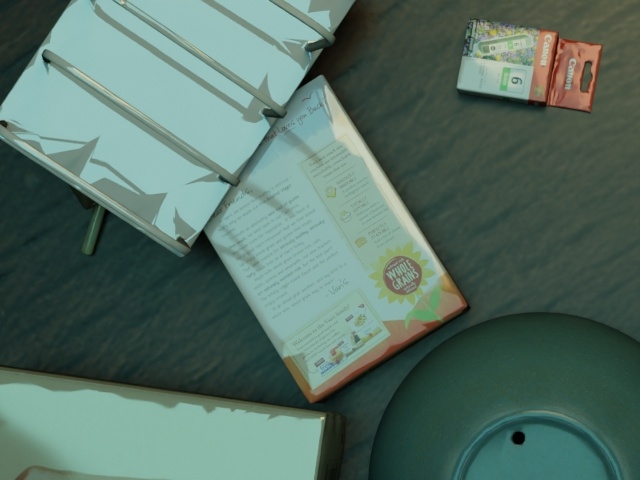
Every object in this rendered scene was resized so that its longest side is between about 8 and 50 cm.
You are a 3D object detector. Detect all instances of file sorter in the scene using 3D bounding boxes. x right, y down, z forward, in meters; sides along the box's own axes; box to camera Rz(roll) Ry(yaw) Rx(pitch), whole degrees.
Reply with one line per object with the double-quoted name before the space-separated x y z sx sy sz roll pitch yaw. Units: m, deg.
"file sorter" -0.107 -0.149 1.512 0.193 0.173 0.277 34 88 -8

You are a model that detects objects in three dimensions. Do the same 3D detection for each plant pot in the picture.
"plant pot" 0.174 0.197 1.526 0.290 0.195 0.290 -1 85 7

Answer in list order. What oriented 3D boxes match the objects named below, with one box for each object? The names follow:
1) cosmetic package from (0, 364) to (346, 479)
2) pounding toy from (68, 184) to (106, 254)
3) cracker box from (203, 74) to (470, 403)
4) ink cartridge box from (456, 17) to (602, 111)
"cosmetic package" -0.138 0.184 1.590 0.296 0.153 0.129 8 86 9
"pounding toy" -0.184 -0.085 1.654 0.130 0.100 0.141 -32 85 -10
"cracker box" 0.000 0.000 1.628 0.156 0.067 0.232 -32 83 4
"ink cartridge box" 0.177 -0.148 1.634 0.115 0.029 0.063 10 87 8
